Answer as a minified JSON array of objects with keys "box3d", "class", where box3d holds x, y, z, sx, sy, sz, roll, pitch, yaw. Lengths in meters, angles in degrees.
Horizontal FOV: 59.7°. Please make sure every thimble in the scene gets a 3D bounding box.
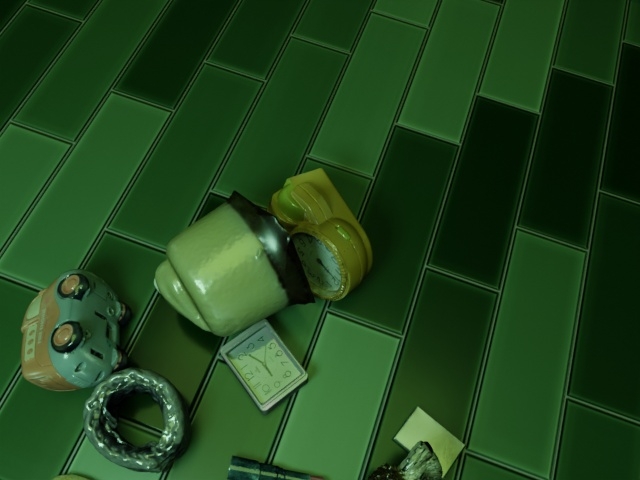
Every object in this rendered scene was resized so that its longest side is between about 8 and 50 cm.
[{"box3d":[-0.420,0.420,1.296,0.217,0.157,0.245,-40,74,-19],"class":"thimble"}]

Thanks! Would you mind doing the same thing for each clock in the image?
[{"box3d":[0.000,0.000,1.480,0.200,0.244,0.317,-32,74,-33],"class":"clock"},{"box3d":[-0.141,0.316,1.414,0.150,0.063,0.197,-34,71,-17],"class":"clock"}]

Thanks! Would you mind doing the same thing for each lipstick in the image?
[{"box3d":[-0.100,0.557,1.312,0.234,0.053,0.053,12,65,0],"class":"lipstick"}]

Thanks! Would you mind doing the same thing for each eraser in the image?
[{"box3d":[0.268,0.499,1.378,0.150,0.023,0.104,38,68,13],"class":"eraser"}]

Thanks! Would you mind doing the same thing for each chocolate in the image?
[{"box3d":[-0.226,0.091,1.373,0.297,0.314,0.326,-40,45,-22],"class":"chocolate"}]

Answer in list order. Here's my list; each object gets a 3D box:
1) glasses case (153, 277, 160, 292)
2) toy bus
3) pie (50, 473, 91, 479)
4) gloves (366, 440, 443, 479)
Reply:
[{"box3d":[-0.364,0.075,1.518,0.074,0.049,0.193,44,68,11],"class":"glasses case"},{"box3d":[-0.608,0.227,1.351,0.232,0.194,0.288,-23,53,12],"class":"toy bus"},{"box3d":[-0.575,0.624,1.249,0.218,0.052,0.185,-1,60,-7],"class":"pie"},{"box3d":[0.138,0.588,1.243,0.135,0.210,0.312,47,63,1],"class":"gloves"}]
